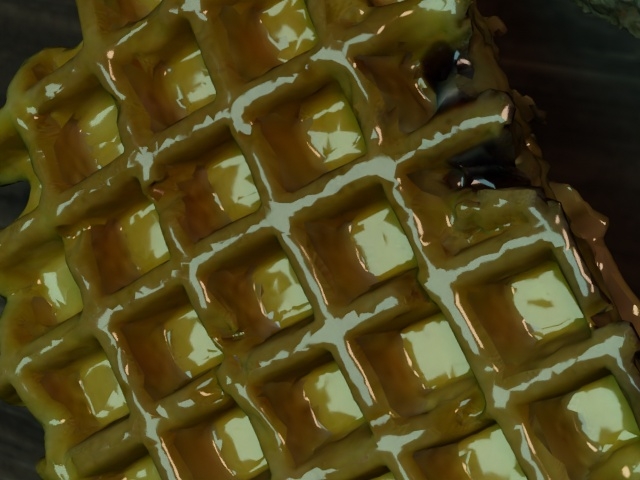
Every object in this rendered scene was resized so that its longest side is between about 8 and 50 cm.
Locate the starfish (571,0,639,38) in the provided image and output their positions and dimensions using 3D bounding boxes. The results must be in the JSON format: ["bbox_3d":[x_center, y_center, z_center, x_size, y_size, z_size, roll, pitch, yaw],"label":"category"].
[{"bbox_3d":[0.088,-0.093,0.424,0.231,0.048,0.295,56,177,-33],"label":"starfish"}]

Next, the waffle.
[{"bbox_3d":[-0.001,0.001,0.560,0.309,0.065,0.283,20,98,19],"label":"waffle"}]
